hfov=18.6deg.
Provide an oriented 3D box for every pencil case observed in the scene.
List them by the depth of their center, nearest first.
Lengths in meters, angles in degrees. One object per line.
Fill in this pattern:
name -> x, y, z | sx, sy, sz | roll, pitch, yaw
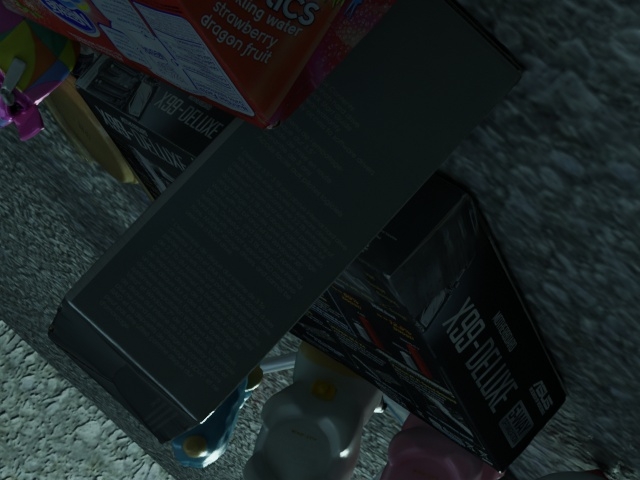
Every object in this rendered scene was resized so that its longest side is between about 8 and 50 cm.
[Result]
pencil case -> -0.276, -0.188, 1.448 | 0.236, 0.104, 0.104 | 49, 165, -26

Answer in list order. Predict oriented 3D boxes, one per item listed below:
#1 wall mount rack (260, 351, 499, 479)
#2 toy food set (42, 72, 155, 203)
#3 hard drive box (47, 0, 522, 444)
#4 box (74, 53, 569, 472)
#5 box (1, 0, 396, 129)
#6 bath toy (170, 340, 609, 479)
wall mount rack -> 0.043, 0.194, 1.659 | 0.350, 0.130, 0.304 | 52, 169, -31
toy food set -> -0.176, -0.098, 1.595 | 0.192, 0.038, 0.132 | 32, 156, 56
hard drive box -> -0.024, -0.014, 0.984 | 0.089, 0.232, 0.181 | 44, 166, -2
box -> 0.000, 0.000, 1.292 | 0.307, 0.076, 0.242 | 32, 162, 38
box -> -0.084, -0.165, 0.921 | 0.257, 0.122, 0.128 | 27, 159, 48
bath toy -> 0.070, 0.161, 1.414 | 0.348, 0.151, 0.129 | 23, 174, 14
